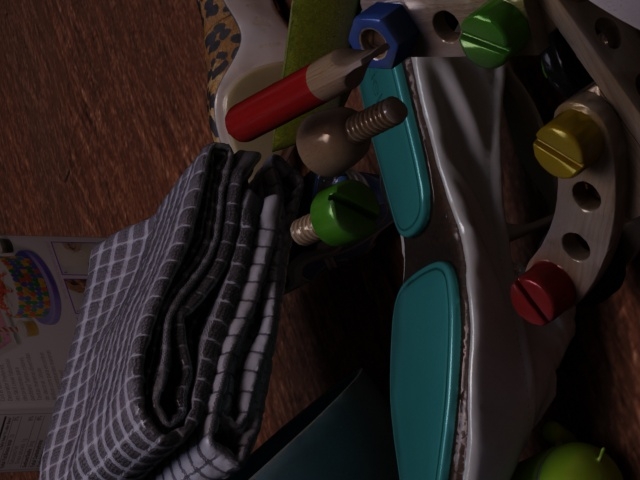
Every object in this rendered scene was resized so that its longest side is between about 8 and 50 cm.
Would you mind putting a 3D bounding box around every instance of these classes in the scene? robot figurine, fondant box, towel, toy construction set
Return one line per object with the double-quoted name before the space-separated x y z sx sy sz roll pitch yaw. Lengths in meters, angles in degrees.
"robot figurine" 0.158 0.174 1.138 0.115 0.067 0.101 -37 49 55
"fondant box" -0.267 0.106 1.657 0.096 0.330 0.238 -66 35 35
"towel" -0.121 0.079 1.348 0.235 0.121 0.283 -47 26 52
"toy construction set" 0.135 -0.089 0.979 0.237 0.309 0.257 -23 77 54

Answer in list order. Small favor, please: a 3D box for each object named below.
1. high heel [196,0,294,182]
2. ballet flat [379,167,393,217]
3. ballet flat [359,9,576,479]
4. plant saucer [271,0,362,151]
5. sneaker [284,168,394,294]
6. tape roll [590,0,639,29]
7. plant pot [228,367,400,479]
"high heel" -0.074 -0.162 1.592 0.186 0.093 0.261 -166 76 -73
"ballet flat" 0.074 -0.144 1.292 0.096 0.095 0.280 -157 71 -75
"ballet flat" 0.111 0.012 1.165 0.139 0.139 0.400 -28 64 58
"plant saucer" 0.019 -0.187 1.341 0.188 0.045 0.188 100 -171 -45
"sneaker" 0.000 0.000 1.426 0.211 0.081 0.080 -32 60 57
"tape roll" 0.200 -0.235 0.879 0.169 0.246 0.246 -53 43 35
"plant pot" -0.014 0.264 1.289 0.195 0.290 0.290 49 143 1
